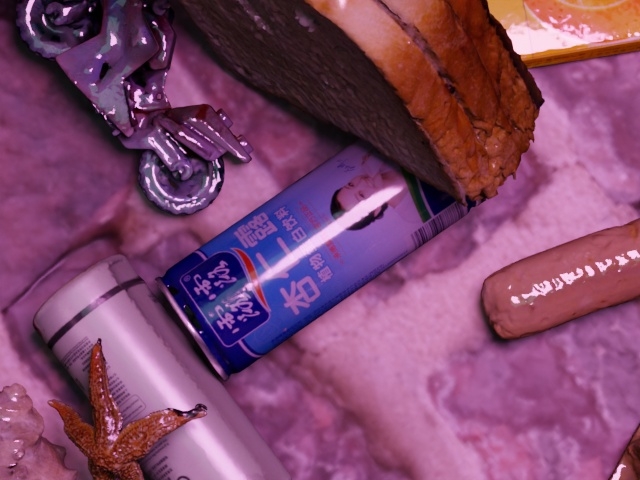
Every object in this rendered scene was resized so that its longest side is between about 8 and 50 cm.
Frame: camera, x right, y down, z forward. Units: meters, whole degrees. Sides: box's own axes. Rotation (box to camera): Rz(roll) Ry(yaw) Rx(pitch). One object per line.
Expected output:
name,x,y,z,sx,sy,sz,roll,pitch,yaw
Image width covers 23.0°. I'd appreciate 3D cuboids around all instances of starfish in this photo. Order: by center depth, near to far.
starfish,-0.137,0.134,1.088,0.130,0.041,0.133,-20,96,34

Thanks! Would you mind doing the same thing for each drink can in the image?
drink can,0.000,0.000,1.161,0.235,0.097,0.097,-34,84,-4

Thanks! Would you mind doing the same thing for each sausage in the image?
sausage,0.266,0.009,1.181,0.301,0.066,0.066,-15,82,-5

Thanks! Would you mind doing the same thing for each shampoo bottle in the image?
shampoo bottle,-0.100,0.136,1.144,0.085,0.085,0.262,-38,84,-6

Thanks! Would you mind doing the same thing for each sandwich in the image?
sandwich,-0.001,-0.160,1.054,0.273,0.249,0.095,31,79,38

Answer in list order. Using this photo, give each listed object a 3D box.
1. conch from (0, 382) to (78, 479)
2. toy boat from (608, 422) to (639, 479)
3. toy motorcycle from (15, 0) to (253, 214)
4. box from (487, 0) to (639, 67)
conch,-0.287,0.201,1.126,0.178,0.163,0.245,34,101,36
toy boat,0.118,0.307,1.109,0.162,0.136,0.445,42,79,1
toy motorcycle,-0.129,-0.126,1.187,0.122,0.082,0.213,-37,92,5
box,0.186,-0.213,1.220,0.269,0.043,0.152,-10,82,-1
